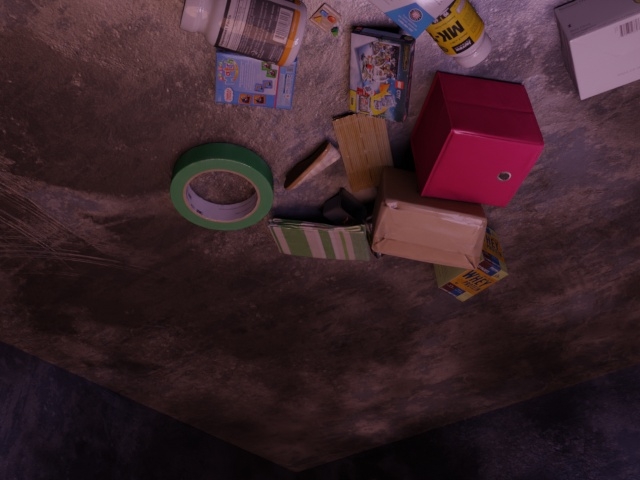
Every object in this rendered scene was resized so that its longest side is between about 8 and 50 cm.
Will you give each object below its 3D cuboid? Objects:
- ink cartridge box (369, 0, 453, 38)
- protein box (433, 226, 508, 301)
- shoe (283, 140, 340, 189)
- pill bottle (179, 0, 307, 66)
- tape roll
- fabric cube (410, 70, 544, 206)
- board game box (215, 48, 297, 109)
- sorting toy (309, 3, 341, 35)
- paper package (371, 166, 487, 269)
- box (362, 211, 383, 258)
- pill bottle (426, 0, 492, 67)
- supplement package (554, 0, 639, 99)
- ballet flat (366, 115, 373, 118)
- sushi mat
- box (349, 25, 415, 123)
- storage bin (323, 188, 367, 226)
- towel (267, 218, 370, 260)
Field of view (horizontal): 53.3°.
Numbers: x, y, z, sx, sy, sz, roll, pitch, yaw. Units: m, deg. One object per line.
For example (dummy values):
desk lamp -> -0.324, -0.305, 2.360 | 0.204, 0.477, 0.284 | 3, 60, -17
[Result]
ink cartridge box -> 0.214, -0.619, 1.335 | 0.198, 0.197, 0.270 | 29, 126, -30
protein box -> 0.513, 0.066, 2.221 | 0.136, 0.200, 0.201 | 28, 131, -31
shoe -> -0.029, -0.216, 1.954 | 0.058, 0.076, 0.219 | 33, 126, -28
pill bottle -> -0.184, -0.527, 1.514 | 0.278, 0.162, 0.162 | 13, 137, -17
tape roll -> -0.307, -0.162, 2.003 | 0.321, 0.077, 0.321 | -1, 139, -1
fabric cube -> 0.421, -0.277, 1.767 | 0.258, 0.259, 0.254 | 7, 140, -11
board game box -> -0.176, -0.435, 1.716 | 0.211, 0.039, 0.160 | 3, 139, -8
sorting toy -> 0.022, -0.552, 1.609 | 0.083, 0.012, 0.062 | 29, 130, -31
paper package -> 0.311, -0.071, 1.870 | 0.309, 0.325, 0.168 | 11, 113, 0
box -> 0.241, -0.050, 2.133 | 0.184, 0.045, 0.191 | -33, 140, -10
pill bottle -> 0.329, -0.531, 1.569 | 0.119, 0.119, 0.208 | -30, 132, 29
supplement package -> 0.749, -0.514, 1.593 | 0.262, 0.145, 0.204 | -19, 138, 17
ballet flat -> 0.157, -0.407, 1.754 | 0.057, 0.049, 0.173 | 9, 134, -12
sushi mat -> 0.139, -0.270, 1.943 | 0.151, 0.019, 0.316 | -10, 139, 8
box -> 0.158, -0.431, 1.672 | 0.159, 0.044, 0.233 | 16, 137, 16
storage bin -> 0.076, -0.089, 2.105 | 0.091, 0.098, 0.135 | -22, 137, 37
towel -> 0.000, 0.000, 2.162 | 0.325, 0.038, 0.248 | 3, 154, 10
